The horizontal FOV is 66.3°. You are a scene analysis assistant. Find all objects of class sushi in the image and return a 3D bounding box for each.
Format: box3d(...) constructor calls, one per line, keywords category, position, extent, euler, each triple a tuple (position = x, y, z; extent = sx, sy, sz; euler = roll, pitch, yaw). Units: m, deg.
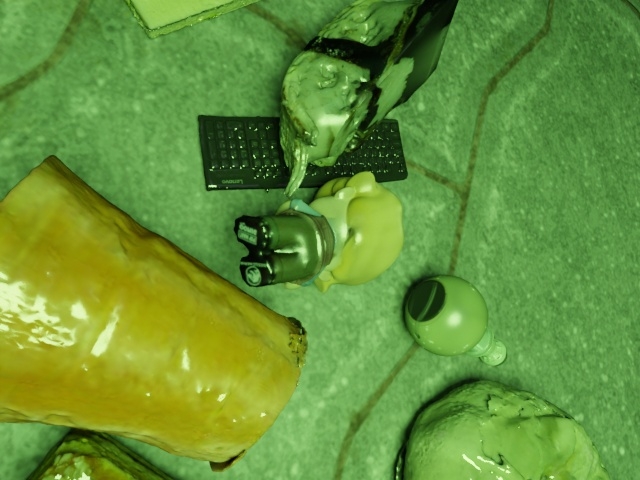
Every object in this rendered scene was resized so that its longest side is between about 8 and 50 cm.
box3d(category="sushi", position=(0.019, -0.167, 0.525), extent=(0.109, 0.134, 0.273), euler=(39, 76, 13))

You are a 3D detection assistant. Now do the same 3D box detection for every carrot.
box3d(category="carrot", position=(-0.158, 0.078, 0.381), extent=(0.254, 0.196, 0.196), euler=(38, 68, -25))

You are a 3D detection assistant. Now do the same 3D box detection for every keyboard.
box3d(category="keyboard", position=(-0.009, -0.098, 0.554), extent=(0.251, 0.017, 0.087), euler=(-5, 82, -26))

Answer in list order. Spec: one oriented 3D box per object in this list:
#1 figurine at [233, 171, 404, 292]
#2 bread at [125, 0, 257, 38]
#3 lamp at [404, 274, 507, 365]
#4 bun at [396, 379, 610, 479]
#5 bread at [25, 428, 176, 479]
box3d(category="figurine", position=(0.000, 0.000, 0.471), extent=(0.196, 0.108, 0.114), euler=(-16, 96, -47))
box3d(category="bread", position=(-0.132, -0.268, 0.519), extent=(0.154, 0.028, 0.068), euler=(-34, 96, -25))
box3d(category="lamp", position=(0.170, 0.105, 0.573), extent=(0.163, 0.091, 0.091), euler=(36, 68, -30))
box3d(category="bun", position=(0.207, 0.271, 0.524), extent=(0.239, 0.141, 0.239), euler=(6, 76, -23))
box3d(category="bread", position=(-0.153, 0.281, 0.376), extent=(0.234, 0.110, 0.184), euler=(42, 70, -11))
